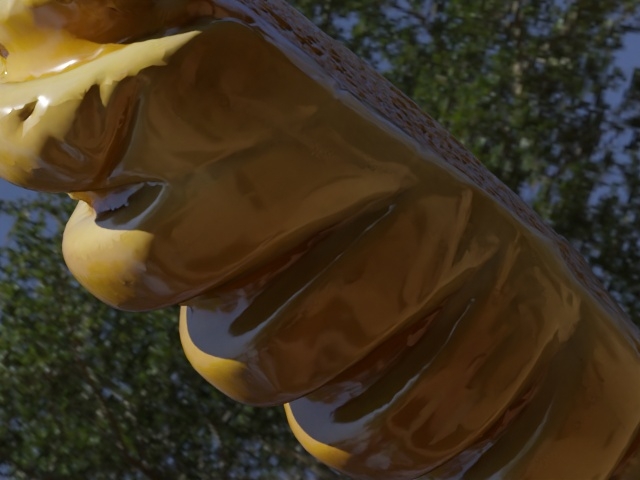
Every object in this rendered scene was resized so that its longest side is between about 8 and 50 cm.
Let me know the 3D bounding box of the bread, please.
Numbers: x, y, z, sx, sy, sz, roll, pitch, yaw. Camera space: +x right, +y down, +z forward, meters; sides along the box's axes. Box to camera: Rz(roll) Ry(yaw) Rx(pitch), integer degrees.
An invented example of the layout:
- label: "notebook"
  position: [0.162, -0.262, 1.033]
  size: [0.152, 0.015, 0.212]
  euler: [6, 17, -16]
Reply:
- label: "bread"
  position: [0.000, 0.000, 0.464]
  size: [0.311, 0.173, 0.121]
  euler: [38, -76, -17]
